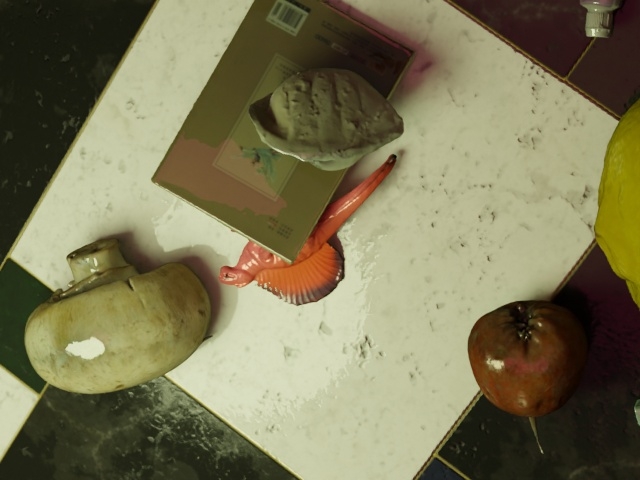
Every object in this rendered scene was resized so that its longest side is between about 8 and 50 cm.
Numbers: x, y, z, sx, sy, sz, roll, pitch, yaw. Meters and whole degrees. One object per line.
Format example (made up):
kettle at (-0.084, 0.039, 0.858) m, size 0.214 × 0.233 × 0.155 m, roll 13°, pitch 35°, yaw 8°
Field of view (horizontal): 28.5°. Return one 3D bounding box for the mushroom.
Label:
mushroom at (-0.287, 0.106, 1.678) m, size 0.254 × 0.189 × 0.195 m, roll -16°, pitch 98°, yaw 15°

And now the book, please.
book at (-0.050, -0.156, 1.603) m, size 0.217 × 0.021 × 0.310 m, roll 30°, pitch 90°, yaw 8°

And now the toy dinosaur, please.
toy dinosaur at (0.000, 0.008, 1.650) m, size 0.286 × 0.070 × 0.139 m, roll -25°, pitch 104°, yaw 12°

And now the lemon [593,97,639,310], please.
lemon at (0.469, -0.038, 1.362) m, size 0.348 × 0.348 × 0.348 m, roll 3°, pitch 101°, yaw 16°

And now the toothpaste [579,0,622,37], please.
toothpaste at (0.334, -0.391, 1.480) m, size 0.075 × 0.048 × 0.301 m, roll 6°, pitch 100°, yaw 26°

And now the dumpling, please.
dumpling at (0.001, -0.139, 1.526) m, size 0.176 × 0.150 × 0.092 m, roll 35°, pitch 146°, yaw 5°

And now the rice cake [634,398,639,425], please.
rice cake at (0.506, 0.184, 1.540) m, size 0.245 × 0.042 × 0.045 m, roll -22°, pitch 96°, yaw 18°

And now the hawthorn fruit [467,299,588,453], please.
hawthorn fruit at (0.251, 0.154, 1.570) m, size 0.149 × 0.149 × 0.189 m, roll 23°, pitch 135°, yaw 11°
